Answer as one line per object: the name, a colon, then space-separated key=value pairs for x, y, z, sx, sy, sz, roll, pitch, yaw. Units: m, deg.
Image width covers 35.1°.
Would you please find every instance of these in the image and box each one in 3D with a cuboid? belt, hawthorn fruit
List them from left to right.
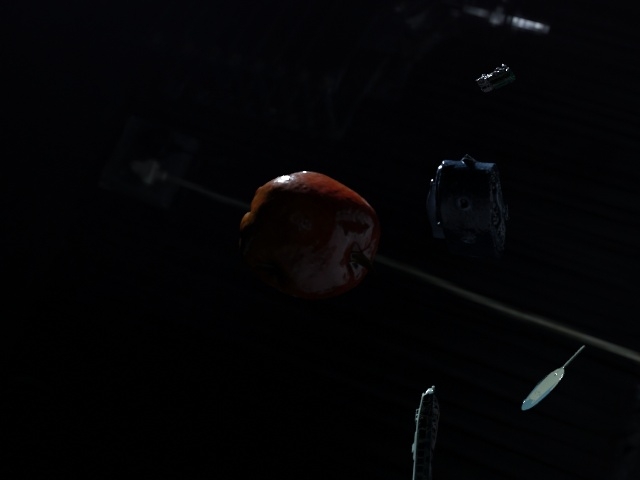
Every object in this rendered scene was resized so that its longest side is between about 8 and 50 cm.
hawthorn fruit: x=-0.019 y=-0.010 z=1.901 sx=0.258 sy=0.262 sz=0.258 roll=7 pitch=-90 yaw=-88
belt: x=0.244 y=-0.051 z=1.714 sx=0.218 sy=0.128 sz=0.122 roll=66 pitch=-147 yaw=-57

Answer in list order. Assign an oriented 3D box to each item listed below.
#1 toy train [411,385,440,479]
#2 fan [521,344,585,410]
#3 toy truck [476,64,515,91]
toy train: x=0.203 y=0.377 z=1.950 sx=0.043 sy=0.047 sz=0.207 roll=77 pitch=-162 yaw=-52
fan: x=0.452 y=0.266 z=1.963 sx=0.175 sy=0.005 sz=0.113 roll=-45 pitch=-1 yaw=-3
toy truck: x=0.409 y=-0.376 z=2.360 sx=0.044 sy=0.083 sz=0.039 roll=60 pitch=-148 yaw=-12
